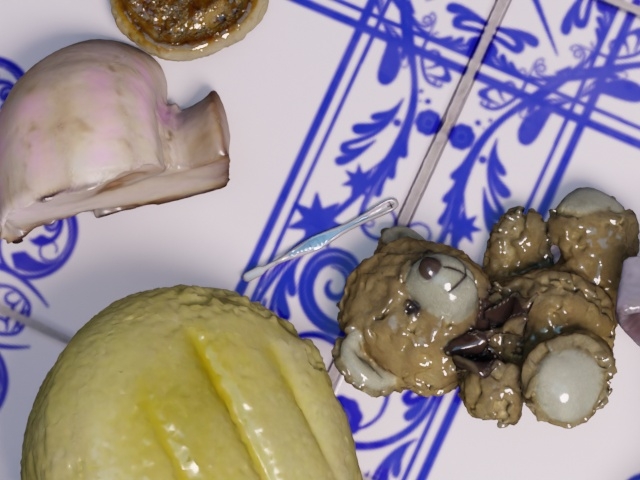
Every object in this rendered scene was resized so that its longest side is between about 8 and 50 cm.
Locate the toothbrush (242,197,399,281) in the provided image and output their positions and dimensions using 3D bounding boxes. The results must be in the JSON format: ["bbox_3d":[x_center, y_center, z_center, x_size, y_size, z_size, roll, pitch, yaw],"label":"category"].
[{"bbox_3d":[0.000,0.000,1.800,0.162,0.017,0.014,-27,86,6],"label":"toothbrush"}]

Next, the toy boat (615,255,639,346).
[{"bbox_3d":[0.377,0.148,1.616,0.111,0.276,0.293,-42,55,42],"label":"toy boat"}]

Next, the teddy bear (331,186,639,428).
[{"bbox_3d":[0.141,0.066,1.703,0.256,0.156,0.267,12,47,10],"label":"teddy bear"}]

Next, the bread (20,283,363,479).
[{"bbox_3d":[-0.108,0.199,1.660,0.320,0.237,0.321,4,75,-15],"label":"bread"}]

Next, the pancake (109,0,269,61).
[{"bbox_3d":[-0.125,-0.245,1.837,0.158,0.028,0.158,0,78,2],"label":"pancake"}]

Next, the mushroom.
[{"bbox_3d":[-0.212,-0.114,1.773,0.236,0.162,0.173,-14,83,5],"label":"mushroom"}]
